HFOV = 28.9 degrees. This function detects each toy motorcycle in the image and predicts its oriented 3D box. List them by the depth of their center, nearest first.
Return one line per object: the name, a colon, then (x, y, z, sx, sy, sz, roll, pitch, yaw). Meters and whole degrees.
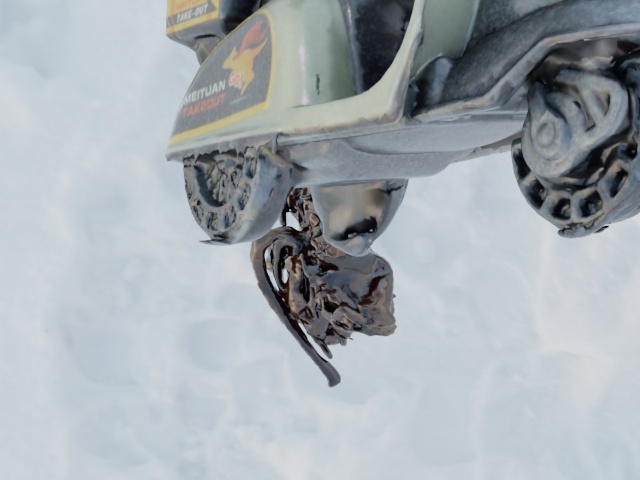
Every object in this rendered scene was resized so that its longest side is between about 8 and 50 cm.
toy motorcycle: (0.026, -0.074, 0.439, 0.263, 0.090, 0.157, -6, 83, 55)

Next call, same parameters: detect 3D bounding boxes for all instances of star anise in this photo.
star anise: (0.000, 0.000, 1.174, 0.190, 0.125, 0.220, -56, 41, 44)
